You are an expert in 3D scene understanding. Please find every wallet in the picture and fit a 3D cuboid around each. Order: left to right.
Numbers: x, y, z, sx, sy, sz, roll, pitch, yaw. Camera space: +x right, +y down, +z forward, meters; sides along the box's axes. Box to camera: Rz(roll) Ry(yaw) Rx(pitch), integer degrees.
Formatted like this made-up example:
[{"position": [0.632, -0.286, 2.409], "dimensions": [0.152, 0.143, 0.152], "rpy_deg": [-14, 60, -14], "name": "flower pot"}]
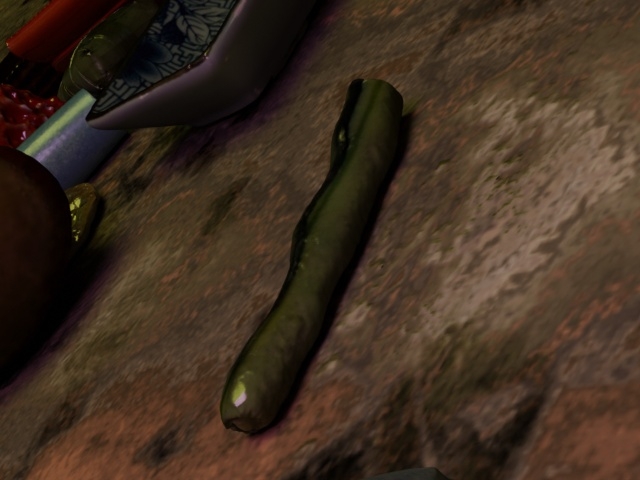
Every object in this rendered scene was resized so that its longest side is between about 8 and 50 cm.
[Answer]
[{"position": [-0.218, -0.250, 1.641], "dimensions": [0.204, 0.045, 0.142], "rpy_deg": [-35, -17, 26], "name": "wallet"}]

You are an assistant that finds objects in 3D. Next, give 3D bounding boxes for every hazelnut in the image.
[{"position": [-0.287, 0.024, 1.209], "dimensions": [0.210, 0.210, 0.186], "rpy_deg": [-42, 60, 11], "name": "hazelnut"}]

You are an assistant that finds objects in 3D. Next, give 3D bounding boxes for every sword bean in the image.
[{"position": [0.000, 0.000, 0.887], "dimensions": [0.043, 0.038, 0.269], "rpy_deg": [-19, 35, 39], "name": "sword bean"}]

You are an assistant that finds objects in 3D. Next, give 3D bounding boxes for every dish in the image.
[{"position": [-0.069, -0.179, 1.272], "dimensions": [0.182, 0.080, 0.243], "rpy_deg": [-20, 35, 49], "name": "dish"}]

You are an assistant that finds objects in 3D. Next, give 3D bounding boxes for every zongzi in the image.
[{"position": [-0.212, -0.201, 1.625], "dimensions": [0.154, 0.062, 0.130], "rpy_deg": [-52, 9, -32], "name": "zongzi"}]

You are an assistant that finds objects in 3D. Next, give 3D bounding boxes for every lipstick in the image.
[{"position": [-0.292, -0.022, 1.421], "dimensions": [0.274, 0.068, 0.061], "rpy_deg": [-46, 22, -4], "name": "lipstick"}]

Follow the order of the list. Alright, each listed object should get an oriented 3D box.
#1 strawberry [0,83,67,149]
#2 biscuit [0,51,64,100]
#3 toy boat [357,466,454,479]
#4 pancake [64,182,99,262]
[{"position": [-0.351, -0.103, 1.540], "dimensions": [0.234, 0.178, 0.234], "rpy_deg": [-31, 26, 18], "name": "strawberry"}, {"position": [-0.388, -0.094, 1.727], "dimensions": [0.388, 0.073, 0.107], "rpy_deg": [-54, 24, -22], "name": "biscuit"}, {"position": [-0.067, 0.199, 0.598], "dimensions": [0.319, 0.092, 0.141], "rpy_deg": [-41, 20, -6], "name": "toy boat"}, {"position": [-0.238, 0.004, 1.339], "dimensions": [0.139, 0.022, 0.139], "rpy_deg": [-34, 27, 20], "name": "pancake"}]
